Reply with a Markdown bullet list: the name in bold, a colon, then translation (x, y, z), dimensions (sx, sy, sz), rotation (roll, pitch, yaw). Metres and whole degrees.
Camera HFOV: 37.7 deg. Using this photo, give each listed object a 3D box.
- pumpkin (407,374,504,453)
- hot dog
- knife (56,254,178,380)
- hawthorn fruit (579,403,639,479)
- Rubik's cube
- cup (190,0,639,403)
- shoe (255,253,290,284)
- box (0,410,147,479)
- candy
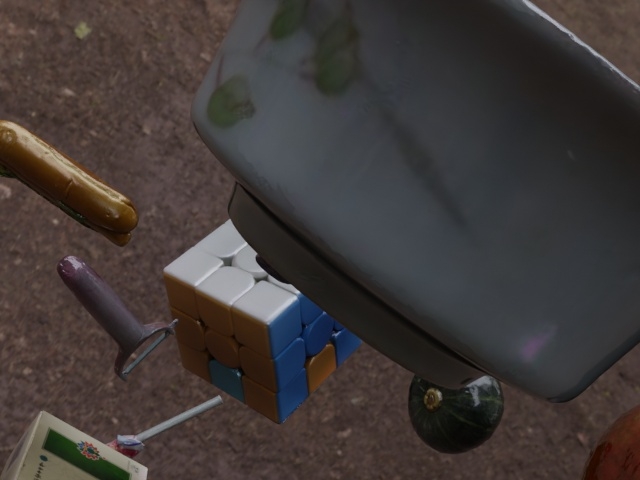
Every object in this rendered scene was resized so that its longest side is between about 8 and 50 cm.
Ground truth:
- **pumpkin**: translation (0.220, 0.262, 1.526), dimensions (0.125, 0.167, 0.167), rotation (6, 54, -30)
- **hot dog**: translation (-0.367, -0.079, 1.316), dimensions (0.249, 0.100, 0.068), rotation (35, 71, -13)
- **knife**: translation (-0.283, 0.104, 1.326), dimensions (0.053, 0.278, 0.123), rotation (31, 70, 30)
- **hawthorn fruit**: translation (0.463, 0.399, 1.082), dimensions (0.403, 0.403, 0.403), rotation (21, 47, -24)
- **Rubik's cube**: translation (-0.113, 0.145, 1.953), dimensions (0.291, 0.292, 0.290), rotation (24, 47, 30)
- **cup**: translation (0.061, -0.032, 0.526), dimensions (0.347, 0.163, 0.347), rotation (37, 7, -5)
- **shoe**: translation (0.000, 0.000, 1.588), dimensions (0.095, 0.245, 0.137), rotation (47, 61, -23)
- **box**: translation (-0.304, 0.324, 1.126), dimensions (0.168, 0.095, 0.212), rotation (36, 10, -15)
- **candy**: translation (-0.339, 0.361, 1.644), dimensions (0.365, 0.124, 0.124), rotation (-24, 70, -9)
